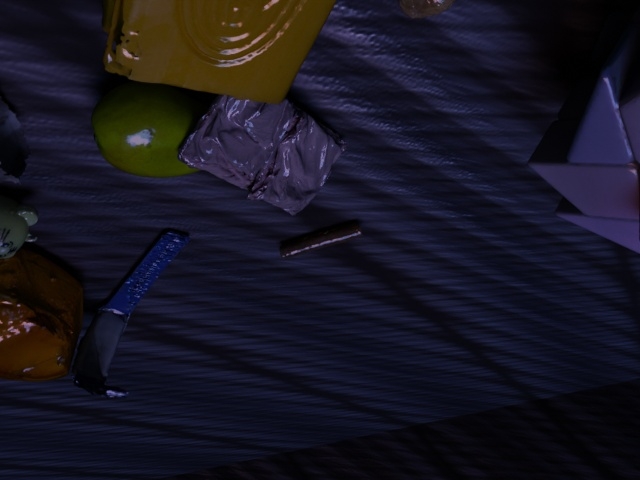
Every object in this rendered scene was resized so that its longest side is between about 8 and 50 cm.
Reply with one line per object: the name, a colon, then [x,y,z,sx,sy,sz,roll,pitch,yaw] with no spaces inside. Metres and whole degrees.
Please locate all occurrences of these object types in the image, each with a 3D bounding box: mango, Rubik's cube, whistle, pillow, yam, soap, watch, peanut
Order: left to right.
whistle: [-0.472,-0.030,0.830,0.227,0.085,0.105,18,129,-42]
mango: [-0.469,0.131,1.033,0.199,0.201,0.350,32,158,8]
watch: [-0.332,0.126,1.103,0.068,0.277,0.274,27,159,-21]
mango: [-0.189,-0.122,0.773,0.117,0.089,0.163,-44,141,21]
soap: [-0.071,-0.265,0.569,0.204,0.096,0.324,3,147,-26]
pillow: [-0.057,-0.110,0.824,0.135,0.049,0.248,-54,149,7]
yam: [0.000,0.000,1.123,0.145,0.032,0.032,-17,150,7]
peanut: [0.132,-0.271,0.684,0.113,0.054,0.054,-25,148,29]
Rubik's cube: [0.467,-0.151,0.757,0.368,0.358,0.387,8,142,46]

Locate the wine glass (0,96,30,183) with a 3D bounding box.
wine glass: [-0.434,-0.092,0.711,0.204,0.111,0.111,-11,151,0]
